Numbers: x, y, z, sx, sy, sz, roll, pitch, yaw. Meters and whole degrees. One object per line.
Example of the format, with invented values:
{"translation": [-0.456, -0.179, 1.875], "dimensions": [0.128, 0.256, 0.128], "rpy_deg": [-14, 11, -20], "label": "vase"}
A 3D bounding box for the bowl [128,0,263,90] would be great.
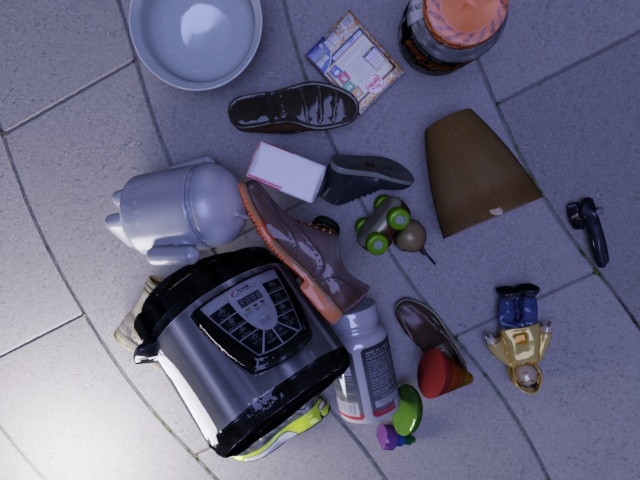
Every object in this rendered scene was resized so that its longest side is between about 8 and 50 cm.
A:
{"translation": [-0.271, -0.490, 1.218], "dimensions": [0.297, 0.134, 0.298], "rpy_deg": [0, 100, 2], "label": "bowl"}

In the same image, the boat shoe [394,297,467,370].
{"translation": [0.291, 0.255, 1.356], "dimensions": [0.095, 0.095, 0.257], "rpy_deg": [-43, 96, 9], "label": "boat shoe"}

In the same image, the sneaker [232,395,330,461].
{"translation": [-0.124, 0.483, 1.421], "dimensions": [0.300, 0.111, 0.121], "rpy_deg": [-33, 85, 3], "label": "sneaker"}

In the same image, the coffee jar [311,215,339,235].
{"translation": [0.000, 0.000, 1.273], "dimensions": [0.079, 0.184, 0.096], "rpy_deg": [30, 100, -4], "label": "coffee jar"}

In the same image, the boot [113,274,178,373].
{"translation": [-0.379, 0.230, 1.381], "dimensions": [0.262, 0.095, 0.203], "rpy_deg": [32, 98, -1], "label": "boot"}

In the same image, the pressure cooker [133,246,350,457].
{"translation": [-0.189, 0.219, 1.202], "dimensions": [0.375, 0.370, 0.420], "rpy_deg": [-41, 72, 11], "label": "pressure cooker"}

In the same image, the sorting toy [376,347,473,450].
{"translation": [0.274, 0.425, 1.356], "dimensions": [0.126, 0.127, 0.365], "rpy_deg": [12, 125, -19], "label": "sorting toy"}

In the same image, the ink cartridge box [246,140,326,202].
{"translation": [-0.071, -0.158, 1.230], "dimensions": [0.158, 0.218, 0.092], "rpy_deg": [22, 95, -2], "label": "ink cartridge box"}

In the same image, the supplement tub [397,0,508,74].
{"translation": [0.272, -0.461, 1.111], "dimensions": [0.193, 0.316, 0.194], "rpy_deg": [0, 100, 3], "label": "supplement tub"}

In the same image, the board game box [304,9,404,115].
{"translation": [0.081, -0.421, 1.263], "dimensions": [0.147, 0.045, 0.193], "rpy_deg": [-43, 96, 8], "label": "board game box"}

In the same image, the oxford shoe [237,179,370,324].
{"translation": [-0.038, 0.002, 1.137], "dimensions": [0.132, 0.130, 0.364], "rpy_deg": [-38, 97, -2], "label": "oxford shoe"}

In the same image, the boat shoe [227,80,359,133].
{"translation": [-0.061, -0.312, 1.263], "dimensions": [0.307, 0.104, 0.111], "rpy_deg": [1, 92, 4], "label": "boat shoe"}

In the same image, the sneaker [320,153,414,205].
{"translation": [0.113, -0.141, 1.308], "dimensions": [0.222, 0.083, 0.118], "rpy_deg": [8, 134, -16], "label": "sneaker"}

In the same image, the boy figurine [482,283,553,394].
{"translation": [0.505, 0.257, 1.353], "dimensions": [0.177, 0.092, 0.285], "rpy_deg": [-5, 97, 0], "label": "boy figurine"}

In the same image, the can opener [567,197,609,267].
{"translation": [0.682, -0.020, 1.318], "dimensions": [0.059, 0.073, 0.186], "rpy_deg": [-35, 103, -31], "label": "can opener"}

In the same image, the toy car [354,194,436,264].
{"translation": [0.198, -0.003, 1.293], "dimensions": [0.188, 0.155, 0.149], "rpy_deg": [37, 100, -17], "label": "toy car"}

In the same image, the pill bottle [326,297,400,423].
{"translation": [0.100, 0.298, 1.338], "dimensions": [0.161, 0.161, 0.283], "rpy_deg": [-11, 100, 4], "label": "pill bottle"}

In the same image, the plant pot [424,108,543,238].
{"translation": [0.348, -0.165, 1.228], "dimensions": [0.237, 0.237, 0.254], "rpy_deg": [-22, 84, 6], "label": "plant pot"}

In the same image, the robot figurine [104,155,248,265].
{"translation": [-0.323, -0.071, 1.246], "dimensions": [0.353, 0.200, 0.300], "rpy_deg": [-8, 60, 15], "label": "robot figurine"}
